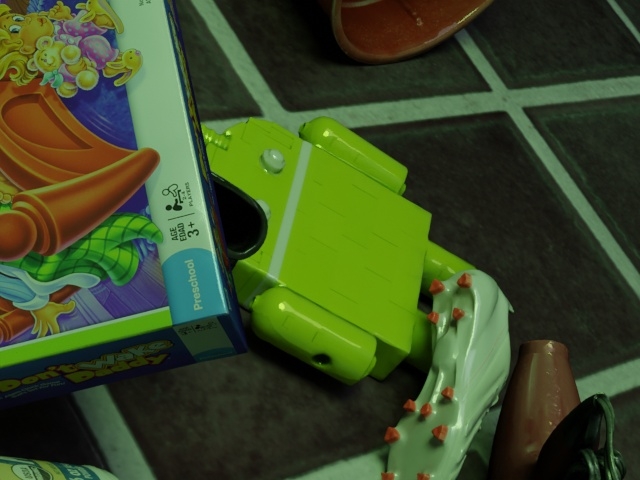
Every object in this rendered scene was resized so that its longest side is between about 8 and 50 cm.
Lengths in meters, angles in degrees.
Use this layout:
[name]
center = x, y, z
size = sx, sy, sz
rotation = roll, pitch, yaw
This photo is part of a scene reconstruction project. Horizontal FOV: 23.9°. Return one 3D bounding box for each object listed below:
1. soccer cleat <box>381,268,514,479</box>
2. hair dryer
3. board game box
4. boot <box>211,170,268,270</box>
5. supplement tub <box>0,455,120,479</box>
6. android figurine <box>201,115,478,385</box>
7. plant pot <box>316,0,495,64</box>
[soccer cleat]
center = 0.101, 0.115, 1.103
size = 0.076, 0.068, 0.196
rotation = 34, 62, -36
[hair dryer]
center = 0.172, 0.162, 1.028
size = 0.080, 0.223, 0.293
rotation = 11, 25, -8
[board game box]
center = -0.193, -0.078, 0.897
size = 0.233, 0.078, 0.347
rotation = -14, 69, 1
[boot]
center = -0.145, -0.059, 1.005
size = 0.246, 0.161, 0.083
rotation = 30, 76, -2
[supplement tub]
center = -0.202, 0.178, 0.769
size = 0.200, 0.144, 0.144
rotation = 12, 46, -31
[android figurine]
center = 0.000, 0.000, 1.176
size = 0.273, 0.056, 0.248
rotation = 32, 40, -14
[plant pot]
center = 0.043, -0.352, 1.400
size = 0.272, 0.272, 0.265
rotation = -13, 55, -45
